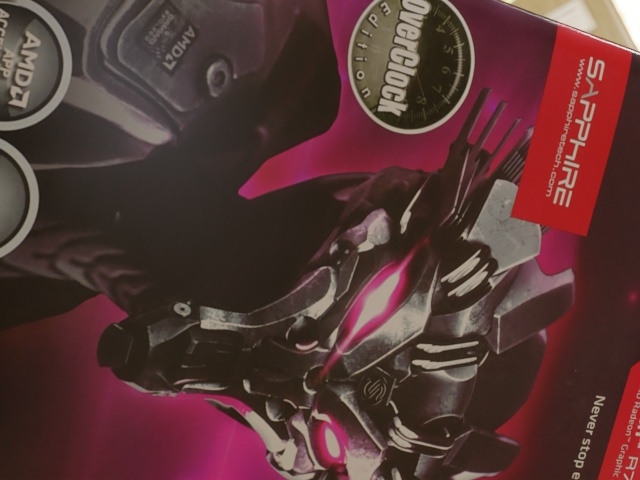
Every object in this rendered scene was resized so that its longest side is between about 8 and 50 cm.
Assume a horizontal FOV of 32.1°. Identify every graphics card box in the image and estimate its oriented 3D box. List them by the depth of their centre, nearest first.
[{"bbox_3d":[0.000,0.000,0.465,0.371,0.232,0.094,14,4,-26],"label":"graphics card box"}]
